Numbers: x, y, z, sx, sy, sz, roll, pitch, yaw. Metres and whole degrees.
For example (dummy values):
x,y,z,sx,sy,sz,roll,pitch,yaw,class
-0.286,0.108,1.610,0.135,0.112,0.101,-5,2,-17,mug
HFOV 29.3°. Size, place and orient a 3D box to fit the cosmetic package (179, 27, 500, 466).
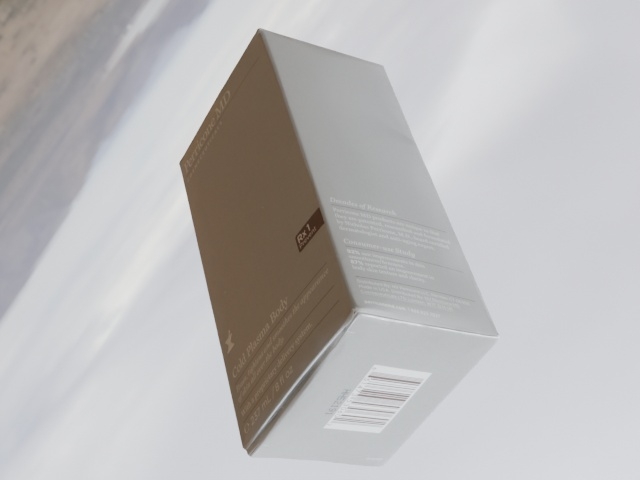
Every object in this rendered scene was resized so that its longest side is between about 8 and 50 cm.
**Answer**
x,y,z,sx,sy,sz,roll,pitch,yaw,class
0.000,0.000,0.720,0.127,0.107,0.238,-56,-141,33,cosmetic package
